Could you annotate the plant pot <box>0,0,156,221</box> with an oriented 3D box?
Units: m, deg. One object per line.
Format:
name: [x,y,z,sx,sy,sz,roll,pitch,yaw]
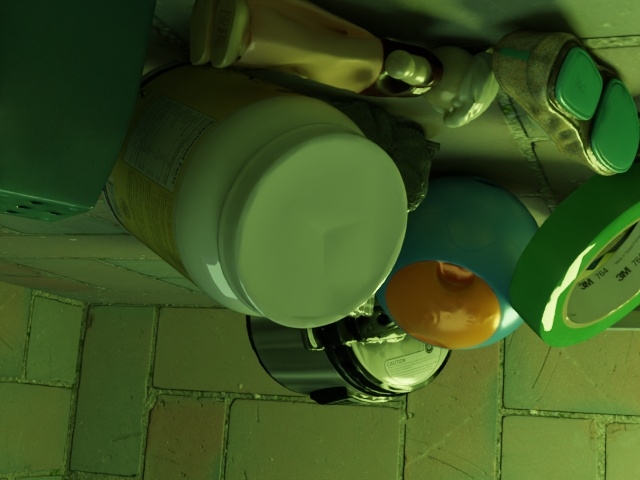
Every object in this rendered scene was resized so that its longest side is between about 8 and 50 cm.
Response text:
plant pot: [-0.281,-0.145,0.981,0.166,0.234,0.165,11,167,-36]

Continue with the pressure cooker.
pressure cooker: [0.084,0.155,2.102,0.375,0.370,0.420,44,148,-26]

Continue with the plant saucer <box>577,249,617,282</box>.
plant saucer: [0.601,0.043,1.758,0.333,0.081,0.333,-13,176,32]

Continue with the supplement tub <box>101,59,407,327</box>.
supplement tub: [-0.084,-0.059,1.090,0.241,0.241,0.331,12,-169,-38]

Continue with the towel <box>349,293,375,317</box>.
towel: [0.000,0.000,1.651,0.121,0.235,0.284,-4,166,41]

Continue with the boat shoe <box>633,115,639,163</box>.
boat shoe: [0.443,-0.125,1.261,0.080,0.073,0.223,7,169,-15]

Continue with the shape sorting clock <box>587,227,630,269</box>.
shape sorting clock: [0.439,-0.007,1.663,0.206,0.206,0.040,-11,121,53]

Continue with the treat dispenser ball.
treat dispenser ball: [0.224,0.036,1.613,0.288,0.288,0.288,4,169,1]

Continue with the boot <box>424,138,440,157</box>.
boot: [0.073,-0.034,1.451,0.091,0.229,0.263,12,167,-36]

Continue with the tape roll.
tape roll: [0.429,0.019,1.468,0.321,0.321,0.077,18,-153,-52]

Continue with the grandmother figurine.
grandmother figurine: [0.047,-0.189,1.030,0.342,0.104,0.208,7,-163,-29]

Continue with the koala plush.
koala plush: [0.021,-0.073,1.348,0.203,0.196,0.221,-15,169,-33]

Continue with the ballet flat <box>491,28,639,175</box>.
ballet flat: [0.279,-0.162,1.120,0.106,0.107,0.316,21,175,33]

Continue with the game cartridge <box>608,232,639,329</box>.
game cartridge: [0.614,0.083,1.970,0.294,0.196,0.060,-2,175,35]
